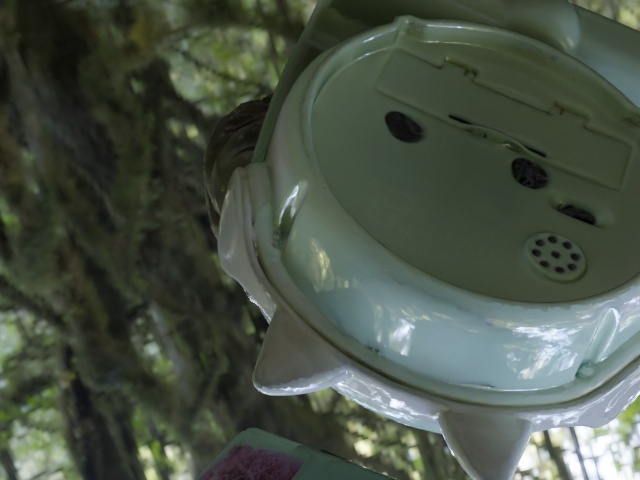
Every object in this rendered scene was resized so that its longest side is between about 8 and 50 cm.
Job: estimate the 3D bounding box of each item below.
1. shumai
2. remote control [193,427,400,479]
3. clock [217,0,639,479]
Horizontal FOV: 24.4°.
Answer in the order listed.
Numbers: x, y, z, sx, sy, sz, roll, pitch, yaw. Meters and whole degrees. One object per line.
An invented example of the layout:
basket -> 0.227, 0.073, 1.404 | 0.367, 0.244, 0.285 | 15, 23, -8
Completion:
shumai -> -0.004, -0.001, 1.195 | 0.184, 0.218, 0.185 | -11, -159, 13
remote control -> 0.017, 0.211, 0.915 | 0.145, 0.050, 0.344 | -49, -148, -21
clock -> 0.084, -0.017, 0.817 | 0.265, 0.108, 0.324 | 23, -133, 2
